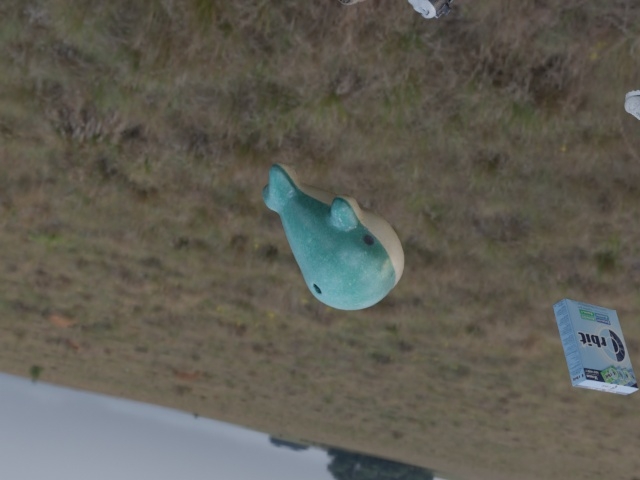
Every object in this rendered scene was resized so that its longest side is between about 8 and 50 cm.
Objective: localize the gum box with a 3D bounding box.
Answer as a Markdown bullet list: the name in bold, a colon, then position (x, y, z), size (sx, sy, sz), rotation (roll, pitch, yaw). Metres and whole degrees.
- **gum box**: position (0.578, 0.223, 1.753), size (0.157, 0.184, 0.041), rotation (14, 145, -28)

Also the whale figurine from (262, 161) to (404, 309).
- **whale figurine**: position (0.000, 0.000, 1.326), size (0.272, 0.141, 0.216), rotation (41, 152, 5)

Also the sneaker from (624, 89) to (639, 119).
- **sneaker**: position (0.920, -0.371, 2.348), size (0.090, 0.095, 0.235), rotation (9, -178, -5)

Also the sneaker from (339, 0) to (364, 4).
- **sneaker**: position (0.021, -0.444, 1.275), size (0.071, 0.188, 0.066), rotation (-26, 175, -37)

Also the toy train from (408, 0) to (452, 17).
- **toy train**: position (0.275, -0.619, 1.728), size (0.190, 0.334, 0.142), rotation (42, 175, -6)
